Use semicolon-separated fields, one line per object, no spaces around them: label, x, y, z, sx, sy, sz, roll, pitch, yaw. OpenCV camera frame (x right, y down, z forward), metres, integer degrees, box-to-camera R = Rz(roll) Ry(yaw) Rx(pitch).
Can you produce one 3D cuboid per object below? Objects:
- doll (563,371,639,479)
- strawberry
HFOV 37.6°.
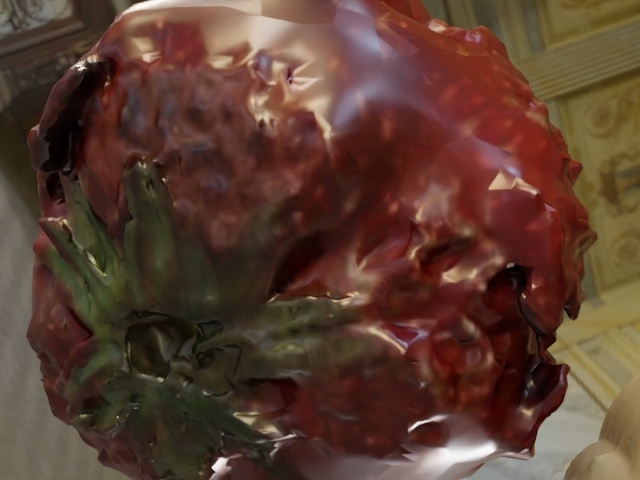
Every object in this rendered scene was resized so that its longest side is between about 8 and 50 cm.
doll;0.240;0.077;0.375;0.154;0.278;0.119;62;4;0
strawberry;0.000;0.000;0.455;0.220;0.274;0.274;-44;121;-55
